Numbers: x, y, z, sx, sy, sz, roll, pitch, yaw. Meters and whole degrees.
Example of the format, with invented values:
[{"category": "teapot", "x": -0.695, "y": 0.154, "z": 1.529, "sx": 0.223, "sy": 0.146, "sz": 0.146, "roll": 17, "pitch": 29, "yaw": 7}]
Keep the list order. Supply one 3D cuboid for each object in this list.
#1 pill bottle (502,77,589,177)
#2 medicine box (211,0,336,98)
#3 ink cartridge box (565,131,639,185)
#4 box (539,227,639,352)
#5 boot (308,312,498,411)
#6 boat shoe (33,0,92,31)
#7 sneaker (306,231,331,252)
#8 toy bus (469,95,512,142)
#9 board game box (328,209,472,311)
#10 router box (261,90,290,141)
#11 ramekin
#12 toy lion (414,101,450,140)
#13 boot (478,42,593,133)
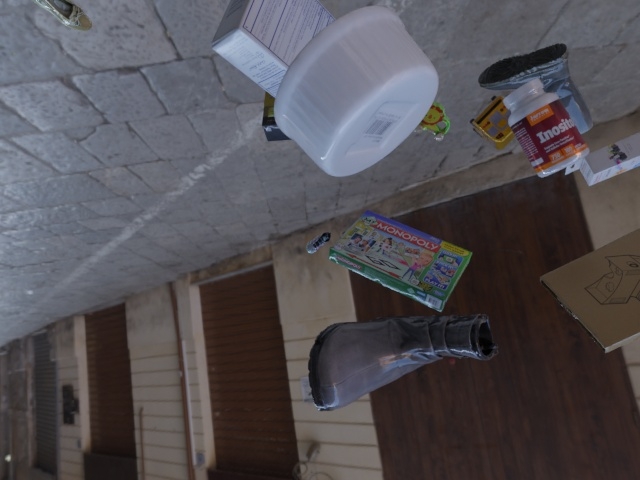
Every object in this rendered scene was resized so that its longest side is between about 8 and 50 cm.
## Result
[{"category": "pill bottle", "x": 0.377, "y": -0.191, "z": 0.723, "sx": 0.086, "sy": 0.152, "sz": 0.086, "roll": -29, "pitch": 176, "yaw": -2}, {"category": "medicine box", "x": -0.116, "y": -0.582, "z": 1.210, "sx": 0.149, "sy": 0.264, "sz": 0.289, "roll": -1, "pitch": 156, "yaw": 47}, {"category": "ink cartridge box", "x": 0.753, "y": -0.204, "z": 1.117, "sx": 0.181, "sy": 0.062, "sz": 0.104, "roll": -24, "pitch": 160, "yaw": 20}, {"category": "box", "x": 0.491, "y": 0.070, "z": 0.679, "sx": 0.201, "sy": 0.164, "sz": 0.021, "roll": -28, "pitch": 127, "yaw": 7}, {"category": "boot", "x": 0.147, "y": 0.168, "z": 0.676, "sx": 0.222, "sy": 0.118, "sz": 0.338, "roll": -12, "pitch": 180, "yaw": 33}, {"category": "boat shoe", "x": -0.645, "y": -0.583, "z": 1.069, "sx": 0.048, "sy": 0.056, "sz": 0.153, "roll": 12, "pitch": 171, "yaw": 33}, {"category": "sneaker", "x": 0.000, "y": 0.000, "z": 1.345, "sx": 0.069, "sy": 0.038, "sz": 0.098, "roll": -32, "pitch": -170, "yaw": 44}, {"category": "toy bus", "x": 0.580, "y": -0.380, "z": 1.398, "sx": 0.108, "sy": 0.130, "sz": 0.332, "roll": -48, "pitch": 167, "yaw": 20}, {"category": "board game box", "x": 0.211, "y": 0.041, "z": 1.126, "sx": 0.317, "sy": 0.046, "sz": 0.213, "roll": 24, "pitch": -135, "yaw": 23}, {"category": "router box", "x": -0.026, "y": -0.452, "z": 1.387, "sx": 0.308, "sy": 0.243, "sz": 0.081, "roll": -3, "pitch": 153, "yaw": 7}, {"category": "ramekin", "x": 0.070, "y": -0.239, "z": 0.741, "sx": 0.277, "sy": 0.135, "sz": 0.277, "roll": -34, "pitch": 164, "yaw": -11}, {"category": "toy lion", "x": 0.302, "y": -0.323, "z": 1.134, "sx": 0.100, "sy": 0.034, "sz": 0.096, "roll": 21, "pitch": 146, "yaw": -6}, {"category": "boot", "x": 0.465, "y": -0.302, "z": 0.920, "sx": 0.189, "sy": 0.076, "sz": 0.208, "roll": 1, "pitch": 151, "yaw": 42}]
